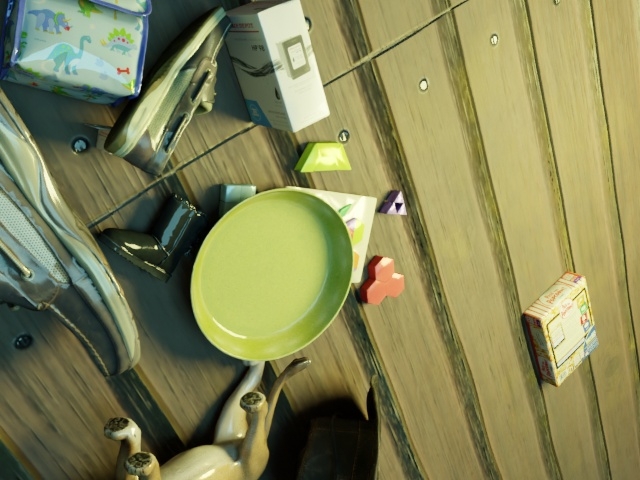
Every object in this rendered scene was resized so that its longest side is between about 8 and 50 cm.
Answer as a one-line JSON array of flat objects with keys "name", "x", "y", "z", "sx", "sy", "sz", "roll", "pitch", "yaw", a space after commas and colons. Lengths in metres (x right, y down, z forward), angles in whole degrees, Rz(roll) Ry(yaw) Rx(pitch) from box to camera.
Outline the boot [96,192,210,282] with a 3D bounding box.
[{"name": "boot", "x": -0.196, "y": -0.013, "z": 0.819, "sx": 0.099, "sy": 0.045, "sz": 0.121, "roll": -56, "pitch": 135, "yaw": -6}]

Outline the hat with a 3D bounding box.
[{"name": "hat", "x": 0.020, "y": 0.364, "z": 1.018, "sx": 0.134, "sy": 0.331, "sz": 0.331, "roll": 2, "pitch": 106, "yaw": 3}]

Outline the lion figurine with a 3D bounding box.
[{"name": "lion figurine", "x": -0.166, "y": 0.312, "z": 0.885, "sx": 0.392, "sy": 0.142, "sz": 0.240, "roll": -18, "pitch": 121, "yaw": -36}]

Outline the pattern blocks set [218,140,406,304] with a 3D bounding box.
[{"name": "pattern blocks set", "x": 0.000, "y": 0.000, "z": 0.981, "sx": 0.325, "sy": 0.026, "sz": 0.285, "roll": -14, "pitch": 112, "yaw": -33}]

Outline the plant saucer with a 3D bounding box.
[{"name": "plant saucer", "x": -0.065, "y": 0.044, "z": 0.908, "sx": 0.241, "sy": 0.037, "sz": 0.240, "roll": -11, "pitch": 112, "yaw": -28}]

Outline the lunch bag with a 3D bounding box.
[{"name": "lunch bag", "x": -0.246, "y": -0.227, "z": 0.691, "sx": 0.129, "sy": 0.096, "sz": 0.151, "roll": 11, "pitch": 83, "yaw": -36}]

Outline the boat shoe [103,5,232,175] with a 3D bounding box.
[{"name": "boat shoe", "x": -0.154, "y": -0.166, "z": 0.756, "sx": 0.073, "sy": 0.080, "sz": 0.223, "roll": 42, "pitch": 59, "yaw": -27}]

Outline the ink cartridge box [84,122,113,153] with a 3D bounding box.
[{"name": "ink cartridge box", "x": -0.221, "y": -0.112, "z": 0.768, "sx": 0.083, "sy": 0.048, "sz": 0.028, "roll": 3, "pitch": 102, "yaw": -36}]

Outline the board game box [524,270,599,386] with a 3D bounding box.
[{"name": "board game box", "x": 0.499, "y": 0.183, "z": 1.396, "sx": 0.147, "sy": 0.045, "sz": 0.193, "roll": -36, "pitch": 122, "yaw": -22}]

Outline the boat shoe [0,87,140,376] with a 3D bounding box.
[{"name": "boat shoe", "x": -0.310, "y": 0.002, "z": 0.703, "sx": 0.130, "sy": 0.132, "sz": 0.355, "roll": -30, "pitch": 112, "yaw": -15}]

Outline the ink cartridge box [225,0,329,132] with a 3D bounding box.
[{"name": "ink cartridge box", "x": -0.062, "y": -0.228, "z": 0.815, "sx": 0.060, "sy": 0.104, "sz": 0.180, "roll": -31, "pitch": 120, "yaw": -25}]
